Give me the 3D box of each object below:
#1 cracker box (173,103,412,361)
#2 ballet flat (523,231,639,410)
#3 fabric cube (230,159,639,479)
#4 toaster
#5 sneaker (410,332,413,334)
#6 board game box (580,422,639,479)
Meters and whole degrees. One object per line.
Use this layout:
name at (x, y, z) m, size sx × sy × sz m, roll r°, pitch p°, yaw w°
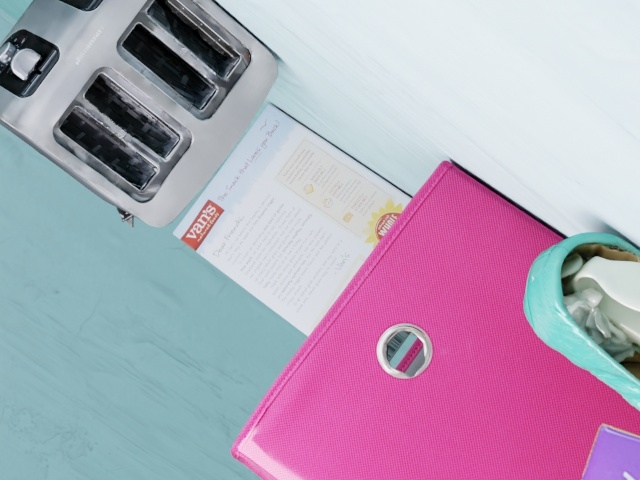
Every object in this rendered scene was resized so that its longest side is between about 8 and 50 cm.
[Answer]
cracker box at (0.000, 0.000, 1.297) m, size 0.232 × 0.155 × 0.067 m, roll 36°, pitch 178°, yaw 24°
ballet flat at (0.218, 0.076, 0.772) m, size 0.247 × 0.083 × 0.087 m, roll 34°, pitch 162°, yaw 19°
fabric cube at (0.135, 0.141, 1.011) m, size 0.258 × 0.254 × 0.259 m, roll 36°, pitch 176°, yaw 19°
toaster at (-0.142, -0.114, 1.052) m, size 0.186 × 0.168 × 0.110 m, roll 39°, pitch 175°, yaw -31°
sneaker at (0.066, 0.066, 1.420) m, size 0.085 × 0.086 × 0.237 m, roll 38°, pitch 177°, yaw 15°
board game box at (0.285, 0.346, 0.689) m, size 0.356 × 0.356 × 0.356 m, roll 15°, pitch 166°, yaw 31°
